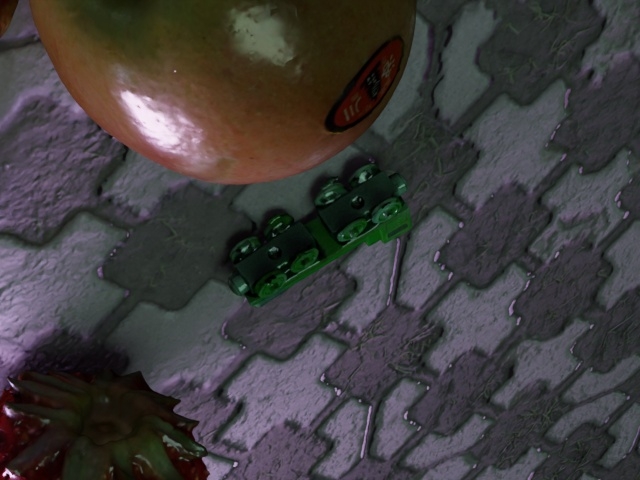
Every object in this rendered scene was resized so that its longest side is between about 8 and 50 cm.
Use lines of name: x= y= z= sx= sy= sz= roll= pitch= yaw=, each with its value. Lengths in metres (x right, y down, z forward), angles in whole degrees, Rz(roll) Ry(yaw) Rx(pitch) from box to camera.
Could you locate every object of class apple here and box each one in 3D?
apple: x=-0.083 y=-0.224 z=1.152 sx=0.338 sy=0.338 sz=0.305 roll=-42 pitch=153 yaw=2

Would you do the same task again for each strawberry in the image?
strawberry: x=-0.286 y=0.322 z=1.567 sx=0.292 sy=0.292 sz=0.343 roll=-5 pitch=127 yaw=-36

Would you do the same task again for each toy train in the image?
toy train: x=0.000 y=0.000 z=1.650 sx=0.251 sy=0.085 sz=0.119 roll=-31 pitch=157 yaw=-5

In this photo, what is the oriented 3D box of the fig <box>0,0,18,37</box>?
fig: x=-0.327 y=-0.220 z=1.151 sx=0.160 sy=0.231 sz=0.143 roll=-37 pitch=99 yaw=-5
